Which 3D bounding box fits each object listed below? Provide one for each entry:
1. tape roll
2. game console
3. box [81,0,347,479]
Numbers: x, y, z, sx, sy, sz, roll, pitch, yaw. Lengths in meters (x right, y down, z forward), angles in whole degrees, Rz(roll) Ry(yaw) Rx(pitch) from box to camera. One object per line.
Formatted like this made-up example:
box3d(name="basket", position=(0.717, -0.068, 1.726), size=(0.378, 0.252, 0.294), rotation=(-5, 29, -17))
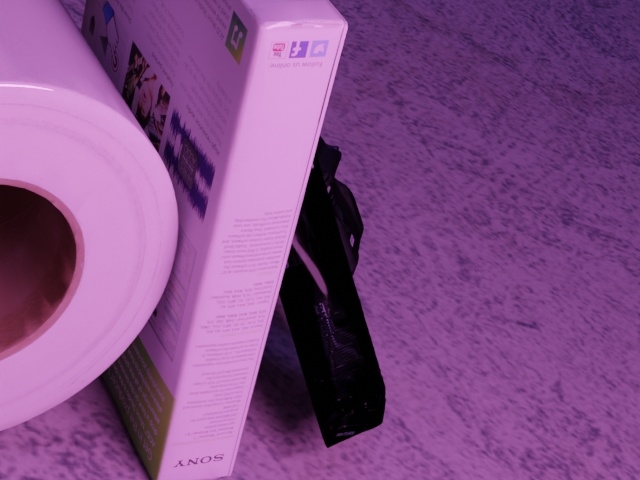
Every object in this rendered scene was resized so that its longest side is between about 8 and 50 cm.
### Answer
box3d(name="tape roll", position=(-0.221, -0.028, 1.046), size=(0.246, 0.246, 0.169), rotation=(6, 33, -35))
box3d(name="game console", position=(0.000, 0.000, 1.309), size=(0.044, 0.213, 0.361), rotation=(-15, 8, 6))
box3d(name="box", position=(-0.087, -0.048, 1.113), size=(0.059, 0.322, 0.232), rotation=(-3, 38, -27))
